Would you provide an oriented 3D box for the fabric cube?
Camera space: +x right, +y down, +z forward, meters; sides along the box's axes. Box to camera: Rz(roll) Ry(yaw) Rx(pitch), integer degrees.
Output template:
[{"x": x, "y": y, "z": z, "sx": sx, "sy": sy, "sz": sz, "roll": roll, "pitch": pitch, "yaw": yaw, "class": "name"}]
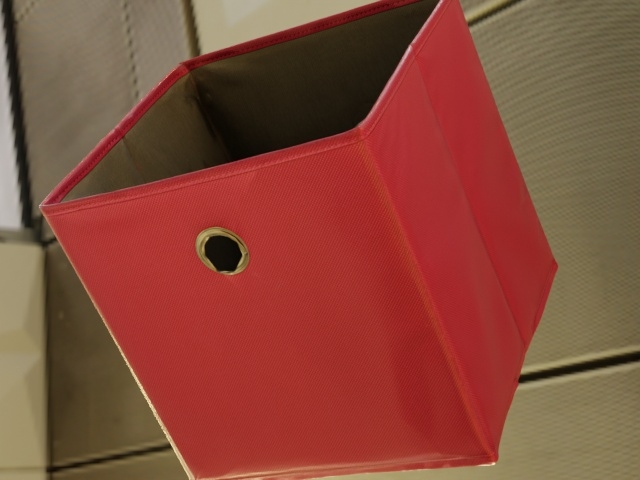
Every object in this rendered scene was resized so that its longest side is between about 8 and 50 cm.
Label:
[{"x": 0.000, "y": 0.000, "z": 0.904, "sx": 0.254, "sy": 0.259, "sz": 0.258, "roll": -11, "pitch": -63, "yaw": 27, "class": "fabric cube"}]
